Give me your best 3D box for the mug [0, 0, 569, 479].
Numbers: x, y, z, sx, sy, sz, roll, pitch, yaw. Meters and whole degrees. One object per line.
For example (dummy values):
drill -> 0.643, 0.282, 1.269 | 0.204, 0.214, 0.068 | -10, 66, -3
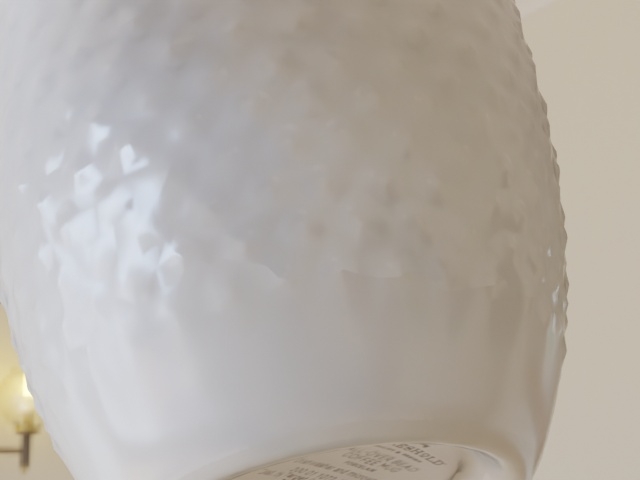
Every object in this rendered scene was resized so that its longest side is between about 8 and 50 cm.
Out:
mug -> 0.000, 0.000, 0.572 | 0.276, 0.328, 0.374 | -22, -35, 17
